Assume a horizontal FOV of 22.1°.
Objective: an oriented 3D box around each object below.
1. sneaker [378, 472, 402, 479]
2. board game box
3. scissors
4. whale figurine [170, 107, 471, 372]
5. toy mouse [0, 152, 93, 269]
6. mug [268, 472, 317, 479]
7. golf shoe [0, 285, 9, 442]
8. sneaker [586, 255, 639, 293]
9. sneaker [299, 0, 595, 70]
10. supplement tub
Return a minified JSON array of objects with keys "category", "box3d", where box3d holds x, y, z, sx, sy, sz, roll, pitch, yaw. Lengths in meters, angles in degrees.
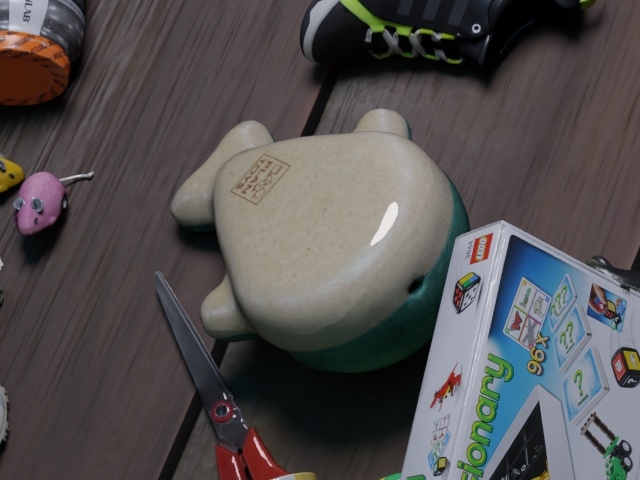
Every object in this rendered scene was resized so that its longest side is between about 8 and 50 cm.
[{"category":"sneaker","box3d":[0.114,0.268,1.040,0.109,0.123,0.295,-40,62,-4]},{"category":"board game box","box3d":[0.135,0.165,0.958,0.053,0.193,0.305,-21,48,55]},{"category":"scissors","box3d":[-0.055,0.141,1.212,0.109,0.021,0.297,-18,61,11]},{"category":"whale figurine","box3d":[0.000,0.000,1.214,0.216,0.141,0.272,-51,38,-10]},{"category":"toy mouse","box3d":[-0.262,-0.029,1.311,0.161,0.031,0.143,-8,36,-4]},{"category":"mug","box3d":[-0.017,0.198,1.130,0.078,0.062,0.064,-23,70,13]},{"category":"golf shoe","box3d":[-0.288,0.093,1.264,0.069,0.086,0.176,-14,64,9]},{"category":"sneaker","box3d":[0.189,0.099,1.120,0.227,0.087,0.130,-38,59,-6]},{"category":"sneaker","box3d":[0.098,-0.175,1.271,0.235,0.084,0.097,-20,63,7]},{"category":"supplement tub","box3d":[-0.255,-0.218,1.379,0.117,0.117,0.190,-9,63,13]}]
